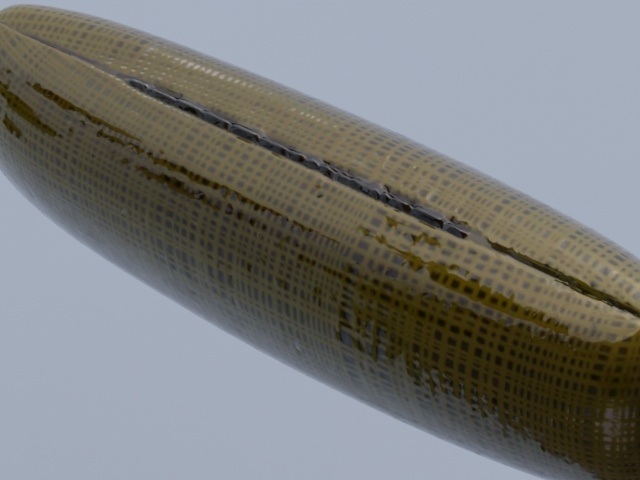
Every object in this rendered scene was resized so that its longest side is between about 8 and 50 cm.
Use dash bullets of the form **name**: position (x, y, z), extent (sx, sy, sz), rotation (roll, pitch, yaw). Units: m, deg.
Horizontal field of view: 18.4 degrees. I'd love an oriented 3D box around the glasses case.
- **glasses case**: position (0.000, 0.000, 0.527), extent (0.064, 0.234, 0.079), rotation (-53, -30, -20)
